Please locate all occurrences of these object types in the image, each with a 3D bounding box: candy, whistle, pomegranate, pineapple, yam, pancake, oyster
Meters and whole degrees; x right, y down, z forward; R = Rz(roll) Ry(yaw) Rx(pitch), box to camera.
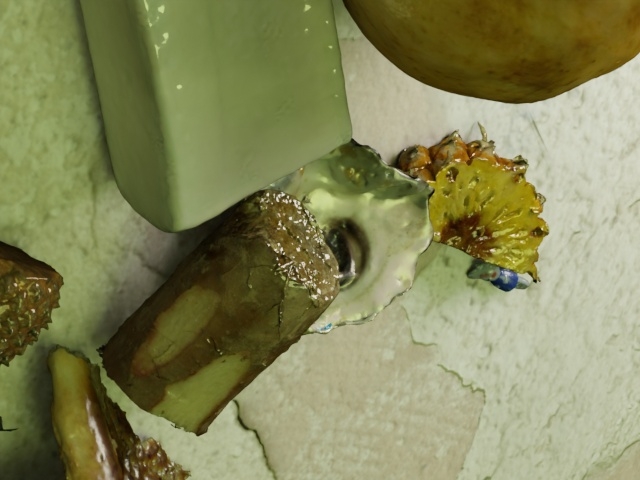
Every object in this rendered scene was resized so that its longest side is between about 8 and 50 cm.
[{"bbox_3d":[-0.105,-0.207,1.700,0.208,0.145,0.358,-27,126,-27],"label":"candy"},{"bbox_3d":[0.198,0.041,2.136,0.083,0.029,0.033,20,135,-37],"label":"whistle"},{"bbox_3d":[0.154,-0.325,1.716,0.410,0.410,0.410,-17,121,-31],"label":"pomegranate"},{"bbox_3d":[0.166,-0.051,2.030,0.233,0.079,0.135,22,96,-40],"label":"pineapple"},{"bbox_3d":[-0.089,0.071,1.803,0.238,0.128,0.129,-44,164,23],"label":"yam"},{"bbox_3d":[-0.176,0.224,1.867,0.244,0.057,0.266,5,72,-68],"label":"pancake"},{"bbox_3d":[-0.336,0.130,1.707,0.130,0.119,0.277,14,105,-60],"label":"pineapple"},{"bbox_3d":[0.000,0.000,1.911,0.223,0.083,0.214,20,96,-25],"label":"oyster"}]
